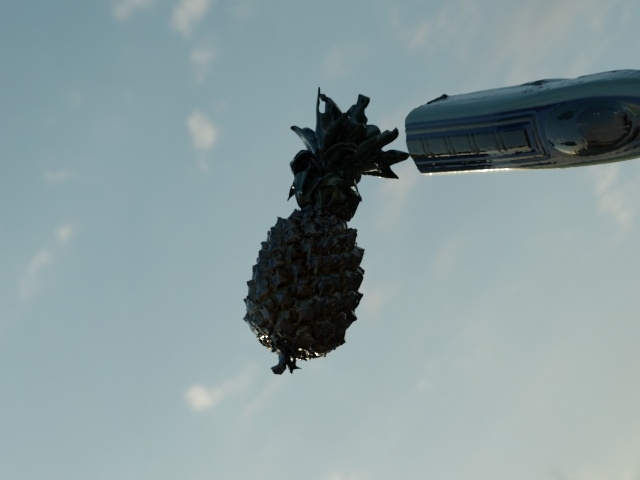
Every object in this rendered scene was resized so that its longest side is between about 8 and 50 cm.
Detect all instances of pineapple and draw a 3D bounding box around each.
[{"bbox_3d":[0.001,0.000,1.148,0.103,0.083,0.221,42,-126,-44],"label":"pineapple"}]

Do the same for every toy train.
[{"bbox_3d":[0.139,-0.070,0.945,0.048,0.055,0.252,-18,8,-29],"label":"toy train"}]
